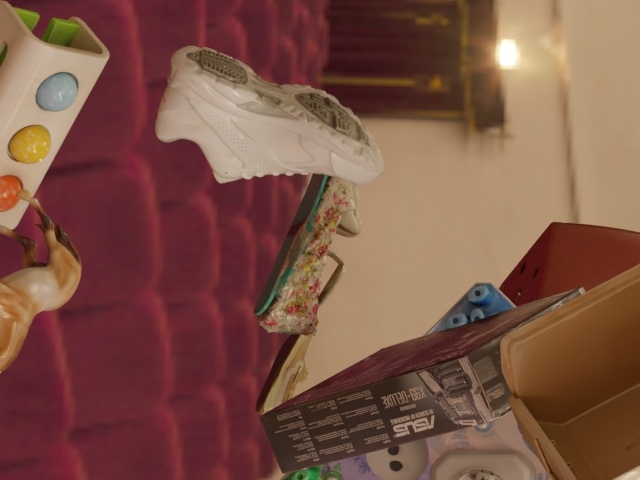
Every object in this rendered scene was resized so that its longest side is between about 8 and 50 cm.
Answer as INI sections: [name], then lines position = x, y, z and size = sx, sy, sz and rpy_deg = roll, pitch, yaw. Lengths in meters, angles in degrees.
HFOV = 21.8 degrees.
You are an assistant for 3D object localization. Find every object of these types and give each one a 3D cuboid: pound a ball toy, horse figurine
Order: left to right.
[pound a ball toy]
position = -0.420, -0.131, 2.047
size = 0.136, 0.208, 0.319
rpy_deg = 49, -62, 35
[horse figurine]
position = -0.361, 0.041, 1.976
size = 0.066, 0.174, 0.263
rpy_deg = -40, 177, 35

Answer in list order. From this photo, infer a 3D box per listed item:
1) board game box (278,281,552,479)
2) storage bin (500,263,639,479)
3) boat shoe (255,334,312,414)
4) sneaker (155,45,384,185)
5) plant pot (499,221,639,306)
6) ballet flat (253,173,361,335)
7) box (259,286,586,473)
[board game box]
position = 0.189, 0.311, 1.965
size = 0.390, 0.390, 0.050
rpy_deg = -45, 163, 4
[storage bin]
position = 0.318, 0.137, 1.466
size = 0.123, 0.260, 0.262
rpy_deg = 64, -2, -28
[boat shoe]
position = -0.042, 0.182, 2.267
size = 0.135, 0.045, 0.050
rpy_deg = -63, -164, -7
[sneaker]
position = -0.053, -0.098, 1.608
size = 0.090, 0.232, 0.115
rpy_deg = -83, -161, -61
[plant pot]
position = 0.387, 0.129, 2.426
size = 0.267, 0.236, 0.267
rpy_deg = -58, -170, 45
[ballet flat]
position = 0.000, 0.000, 1.868
size = 0.241, 0.077, 0.091
rpy_deg = -67, -166, -10
[box]
position = 0.123, 0.153, 1.812
size = 0.242, 0.307, 0.076
rpy_deg = -24, 93, -50
